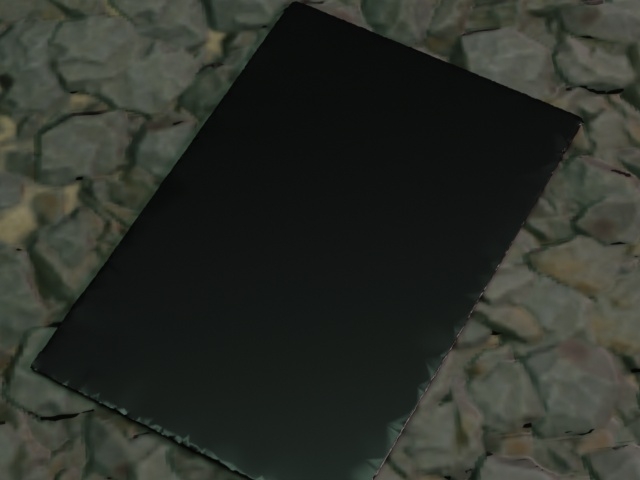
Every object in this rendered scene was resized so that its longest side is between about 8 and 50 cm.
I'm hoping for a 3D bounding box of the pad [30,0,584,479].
[{"bbox_3d":[0.000,0.000,0.840,0.170,0.006,0.245,24,61,17],"label":"pad"}]
